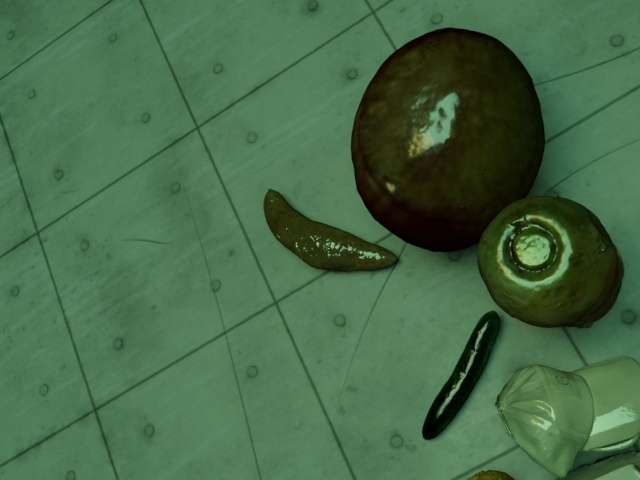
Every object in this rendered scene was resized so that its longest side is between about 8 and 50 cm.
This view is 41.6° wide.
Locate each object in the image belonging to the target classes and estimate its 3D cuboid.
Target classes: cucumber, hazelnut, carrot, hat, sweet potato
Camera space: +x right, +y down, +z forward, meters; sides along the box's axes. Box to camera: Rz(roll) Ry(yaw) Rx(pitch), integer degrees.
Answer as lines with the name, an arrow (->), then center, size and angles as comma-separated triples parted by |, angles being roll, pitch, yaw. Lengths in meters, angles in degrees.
cucumber -> 0.273, 0.263, 1.617 | 0.056, 0.056, 0.284 | 29, 91, 27
hazelnut -> 0.230, -0.182, 1.589 | 0.353, 0.421, 0.420 | -11, 70, 1
carrot -> 0.406, 0.046, 1.471 | 0.224, 0.341, 0.224 | -6, 76, 23
hat -> 0.438, 0.268, 1.453 | 0.226, 0.164, 0.219 | -41, 28, 22
sweet potato -> -0.004, 0.002, 1.787 | 0.342, 0.092, 0.114 | 27, 69, 26

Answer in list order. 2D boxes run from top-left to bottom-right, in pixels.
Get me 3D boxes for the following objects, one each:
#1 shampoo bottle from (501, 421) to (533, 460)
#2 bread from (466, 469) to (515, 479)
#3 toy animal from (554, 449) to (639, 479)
shampoo bottle -> 0.404, 0.371, 1.534 | 0.077, 0.045, 0.152 | -39, 62, 5
bread -> 0.279, 0.509, 1.446 | 0.139, 0.240, 0.239 | -4, 73, 34
toy animal -> 0.515, 0.513, 1.355 | 0.251, 0.251, 0.309 | -24, 78, 14
